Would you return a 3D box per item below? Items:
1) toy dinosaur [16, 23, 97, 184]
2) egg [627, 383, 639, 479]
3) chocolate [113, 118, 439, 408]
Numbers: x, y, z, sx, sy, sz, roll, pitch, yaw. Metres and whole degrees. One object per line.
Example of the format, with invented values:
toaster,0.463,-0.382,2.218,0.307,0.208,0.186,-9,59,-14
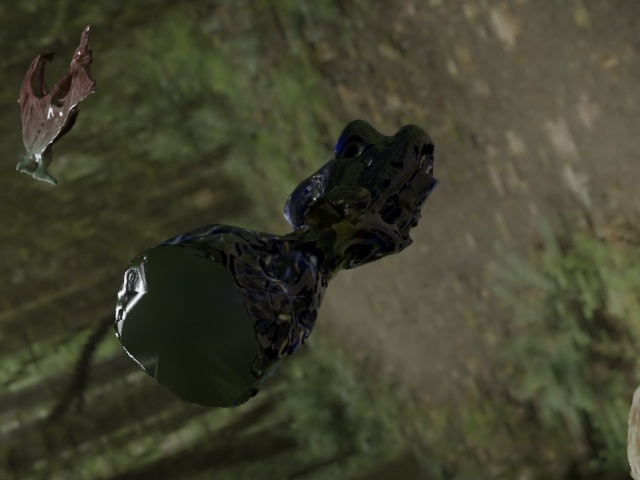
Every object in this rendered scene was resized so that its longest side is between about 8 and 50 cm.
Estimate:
toy dinosaur,-0.178,-0.094,1.290,0.220,0.032,0.108,16,85,67
egg,0.333,0.156,1.448,0.233,0.195,0.195,60,-176,-44
chocolate,0.000,-0.004,1.405,0.126,0.343,0.148,51,133,3
